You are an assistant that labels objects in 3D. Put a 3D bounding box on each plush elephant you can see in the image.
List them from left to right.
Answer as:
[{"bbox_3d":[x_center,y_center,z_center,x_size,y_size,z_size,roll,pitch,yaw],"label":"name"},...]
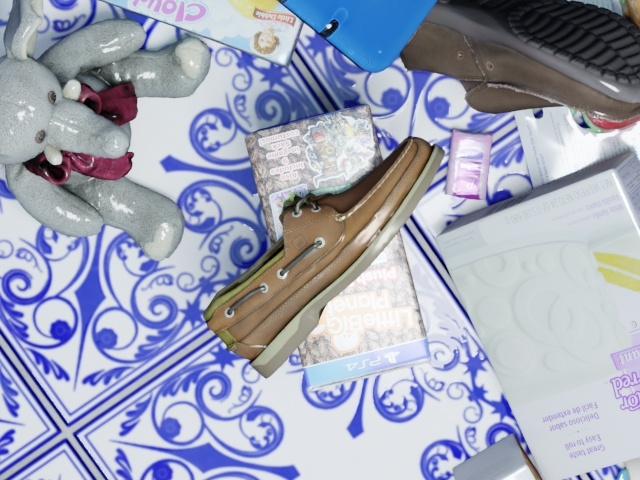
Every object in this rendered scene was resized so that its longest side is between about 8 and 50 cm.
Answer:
[{"bbox_3d":[-0.297,-0.137,1.672,0.330,0.255,0.272,17,95,-1],"label":"plush elephant"}]

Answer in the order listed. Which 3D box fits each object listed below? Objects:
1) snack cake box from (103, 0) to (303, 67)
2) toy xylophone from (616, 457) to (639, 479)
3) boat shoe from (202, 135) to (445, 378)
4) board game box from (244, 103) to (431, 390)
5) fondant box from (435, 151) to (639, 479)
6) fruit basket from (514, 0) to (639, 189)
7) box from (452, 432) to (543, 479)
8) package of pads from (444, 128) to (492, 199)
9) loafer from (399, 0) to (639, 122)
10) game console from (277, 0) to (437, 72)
[{"bbox_3d":[-0.138,-0.319,1.737,0.264,0.089,0.152,19,95,-1],"label":"snack cake box"},{"bbox_3d":[0.443,0.411,1.799,0.236,0.081,0.323,11,95,-7],"label":"toy xylophone"},{"bbox_3d":[0.000,0.000,1.521,0.104,0.111,0.307,40,96,-3],"label":"boat shoe"},{"bbox_3d":[0.023,-0.002,1.693,0.141,0.232,0.291,-14,95,3],"label":"board game box"},{"bbox_3d":[0.314,0.093,1.721,0.238,0.096,0.330,-22,96,29],"label":"fondant box"},{"bbox_3d":[0.394,-0.216,1.729,0.353,0.165,0.327,-14,94,18],"label":"fruit basket"},{"bbox_3d":[0.231,0.322,1.750,0.091,0.170,0.130,-32,94,5],"label":"box"},{"bbox_3d":[0.180,-0.092,1.782,0.050,0.032,0.083,6,95,3],"label":"package of pads"},{"bbox_3d":[0.229,-0.206,1.671,0.133,0.366,0.130,-27,131,-34],"label":"loafer"},{"bbox_3d":[0.031,-0.380,1.650,0.250,0.173,0.293,36,90,-30],"label":"game console"}]
